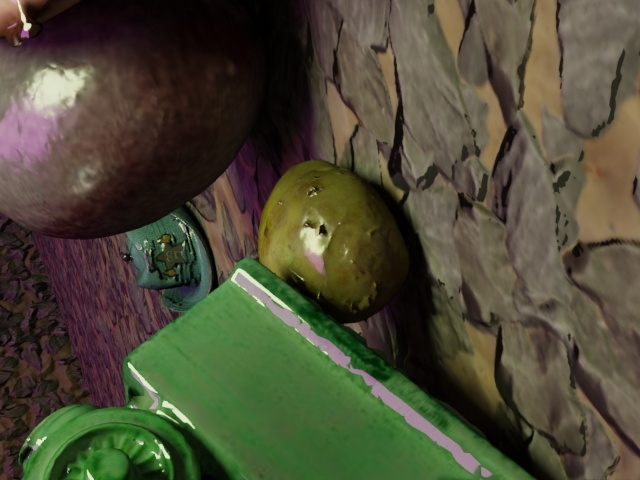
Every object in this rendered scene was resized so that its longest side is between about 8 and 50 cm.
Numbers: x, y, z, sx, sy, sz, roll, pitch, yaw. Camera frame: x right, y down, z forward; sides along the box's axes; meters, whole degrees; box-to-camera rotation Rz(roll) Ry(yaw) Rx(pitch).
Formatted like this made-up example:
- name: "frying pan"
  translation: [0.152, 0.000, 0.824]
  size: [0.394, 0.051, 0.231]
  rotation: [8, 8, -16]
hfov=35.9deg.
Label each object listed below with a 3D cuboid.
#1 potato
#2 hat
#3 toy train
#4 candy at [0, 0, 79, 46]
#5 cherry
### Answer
- name: "potato"
  translation: [0.000, 0.000, 0.590]
  size: [0.138, 0.070, 0.091]
  rotation: [-152, 67, -62]
- name: "hat"
  translation: [-0.180, 0.009, 1.081]
  size: [0.191, 0.078, 0.138]
  rotation: [-153, 52, -64]
- name: "toy train"
  translation: [-0.024, 0.154, 0.496]
  size: [0.266, 0.202, 0.145]
  rotation: [37, 145, 24]
- name: "candy"
  translation: [-0.158, -0.218, 0.587]
  size: [0.094, 0.255, 0.255]
  rotation: [52, 174, -33]
- name: "cherry"
  translation: [-0.144, -0.099, 0.694]
  size: [0.266, 0.213, 0.183]
  rotation: [-6, 122, 41]
